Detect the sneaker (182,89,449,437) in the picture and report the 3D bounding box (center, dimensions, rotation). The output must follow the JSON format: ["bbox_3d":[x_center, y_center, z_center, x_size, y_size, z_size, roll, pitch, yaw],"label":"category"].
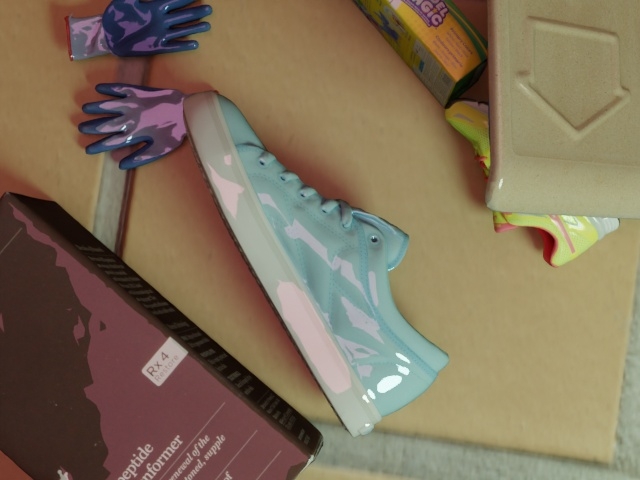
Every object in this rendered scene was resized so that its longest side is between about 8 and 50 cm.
[{"bbox_3d":[0.000,0.000,0.937,0.150,0.135,0.366,-30,95,-6],"label":"sneaker"}]

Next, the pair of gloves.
[{"bbox_3d":[-0.183,-0.177,0.999,0.159,0.023,0.198,-9,88,1],"label":"pair of gloves"}]

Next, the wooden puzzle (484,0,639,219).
[{"bbox_3d":[0.268,-0.195,0.895,0.322,0.080,0.348,1,91,-30],"label":"wooden puzzle"}]

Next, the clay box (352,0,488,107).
[{"bbox_3d":[0.074,-0.239,0.936,0.053,0.127,0.222,-39,87,0],"label":"clay box"}]

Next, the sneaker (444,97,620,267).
[{"bbox_3d":[0.192,-0.055,0.940,0.208,0.081,0.094,42,97,-3],"label":"sneaker"}]

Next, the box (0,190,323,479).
[{"bbox_3d":[-0.200,0.145,0.928,0.381,0.143,0.191,39,90,6],"label":"box"}]
